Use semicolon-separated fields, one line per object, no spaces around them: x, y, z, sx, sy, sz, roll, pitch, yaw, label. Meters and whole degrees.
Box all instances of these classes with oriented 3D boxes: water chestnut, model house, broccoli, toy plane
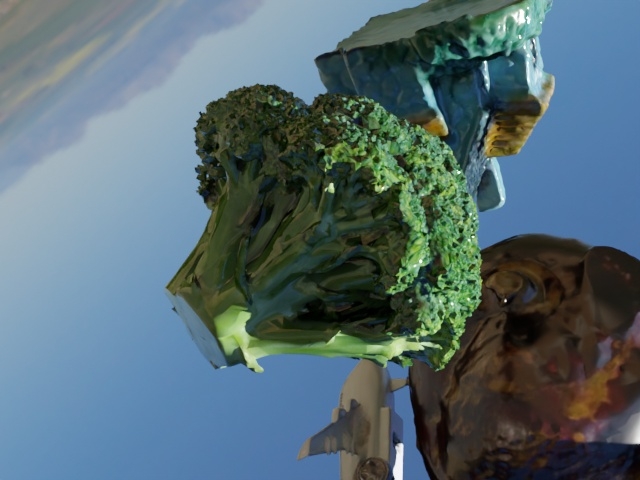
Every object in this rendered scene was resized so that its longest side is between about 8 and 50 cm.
0.256;0.181;1.472;0.335;0.335;0.347;-45;149;-25;water chestnut
0.149;-0.126;1.318;0.226;0.241;0.261;-11;-164;22;model house
0.000;0.000;1.004;0.241;0.269;0.261;-35;-174;-13;broccoli
0.058;0.250;1.530;0.101;0.251;0.255;-4;-122;27;toy plane
